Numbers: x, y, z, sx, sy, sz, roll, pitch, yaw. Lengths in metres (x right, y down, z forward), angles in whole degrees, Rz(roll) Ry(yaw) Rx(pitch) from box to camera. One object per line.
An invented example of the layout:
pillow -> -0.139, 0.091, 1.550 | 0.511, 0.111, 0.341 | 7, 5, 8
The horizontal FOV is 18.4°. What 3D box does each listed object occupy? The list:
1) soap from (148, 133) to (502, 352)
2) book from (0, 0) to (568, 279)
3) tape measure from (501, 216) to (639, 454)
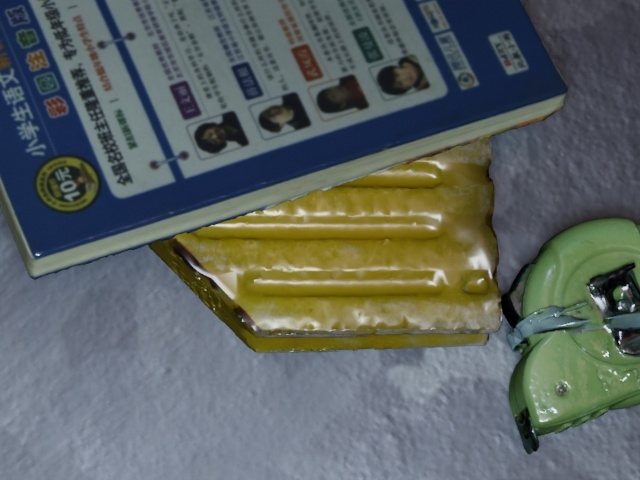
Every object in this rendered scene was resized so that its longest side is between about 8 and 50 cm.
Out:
soap -> 0.000, 0.000, 1.470 | 0.257, 0.080, 0.160 | -1, 73, -5
book -> -0.065, -0.163, 1.470 | 0.428, 0.039, 0.300 | -17, 66, -16
tape measure -> 0.217, 0.060, 1.473 | 0.177, 0.087, 0.154 | -16, 77, -11
